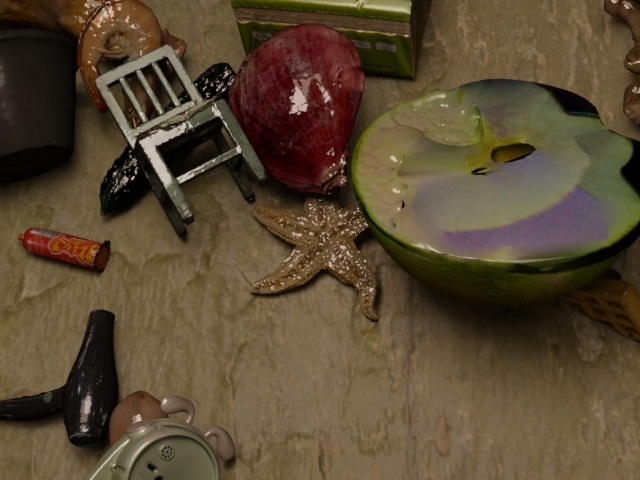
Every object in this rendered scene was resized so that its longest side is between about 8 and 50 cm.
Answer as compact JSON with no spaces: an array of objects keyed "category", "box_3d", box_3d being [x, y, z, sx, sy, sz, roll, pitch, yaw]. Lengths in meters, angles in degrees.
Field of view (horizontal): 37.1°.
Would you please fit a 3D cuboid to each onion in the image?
[{"category":"onion","box_3d":[-0.039,-0.183,1.344,0.227,0.120,0.283,-46,50,26]}]

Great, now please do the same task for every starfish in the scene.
[{"category":"starfish","box_3d":[0.000,0.000,1.346,0.236,0.062,0.277,-21,65,2]}]

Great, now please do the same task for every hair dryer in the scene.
[{"category":"hair dryer","box_3d":[-0.376,0.196,1.286,0.219,0.075,0.195,-12,51,10]}]

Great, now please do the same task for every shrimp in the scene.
[{"category":"shrimp","box_3d":[-0.300,-0.247,1.439,0.133,0.236,0.053,-9,18,-36]}]

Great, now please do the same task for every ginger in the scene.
[{"category":"ginger","box_3d":[0.513,-0.229,1.380,0.166,0.080,0.333,3,55,-7]}]

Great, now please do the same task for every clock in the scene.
[{"category":"clock","box_3d":[-0.190,0.290,1.157,0.151,0.062,0.191,44,66,-21]}]

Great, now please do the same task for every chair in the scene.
[{"category":"chair","box_3d":[-0.201,-0.157,1.338,0.136,0.147,0.270,-28,88,-14]}]

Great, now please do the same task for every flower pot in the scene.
[{"category":"flower pot","box_3d":[-0.464,-0.184,1.411,0.269,0.269,0.166,-20,80,-3]}]

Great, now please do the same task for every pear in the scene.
[{"category":"pear","box_3d":[0.226,-0.038,1.227,0.399,0.165,0.398,-3,39,3]}]

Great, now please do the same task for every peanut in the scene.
[{"category":"peanut","box_3d":[-0.232,0.265,1.215,0.076,0.076,0.152,-5,64,5]}]

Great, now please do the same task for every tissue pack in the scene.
[{"category":"tissue pack","box_3d":[0.026,-0.385,1.475,0.275,0.167,0.200,8,62,13]}]

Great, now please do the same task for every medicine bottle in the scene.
[{"category":"medicine bottle","box_3d":[0.382,0.006,1.277,0.058,0.058,0.091,12,64,14]}]

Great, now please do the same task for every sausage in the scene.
[{"category":"sausage","box_3d":[-0.379,0.007,1.390,0.145,0.048,0.050,13,103,16]}]

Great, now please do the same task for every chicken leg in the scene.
[{"category":"chicken leg","box_3d":[-0.388,-0.403,1.500,0.409,0.295,0.182,34,52,9]}]

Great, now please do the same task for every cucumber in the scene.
[{"category":"cucumber","box_3d":[-0.234,-0.152,1.439,0.072,0.072,0.300,35,71,23]}]

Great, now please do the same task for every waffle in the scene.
[{"category":"waffle","box_3d":[0.349,0.083,1.271,0.191,0.125,0.032,12,61,52]}]
